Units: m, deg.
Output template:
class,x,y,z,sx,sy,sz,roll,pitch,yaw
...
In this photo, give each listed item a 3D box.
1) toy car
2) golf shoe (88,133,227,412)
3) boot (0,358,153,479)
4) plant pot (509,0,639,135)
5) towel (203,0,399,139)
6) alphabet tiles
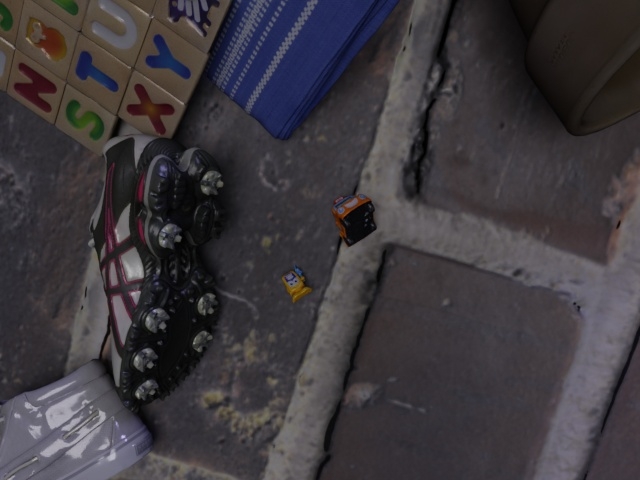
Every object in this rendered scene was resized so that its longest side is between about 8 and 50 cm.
class,x,y,z,sx,sy,sz,roll,pitch,yaw
toy car,0.000,0.000,0.632,0.122,0.060,0.040,-41,60,4
golf shoe,-0.165,0.031,0.646,0.120,0.105,0.273,24,111,33
boot,-0.308,0.224,0.691,0.258,0.095,0.123,-30,87,2
plant pot,0.226,-0.279,0.459,0.323,0.323,0.280,-37,76,11
towel,-0.100,-0.256,0.543,0.336,0.040,0.243,44,145,-2
alphabet tiles,-0.248,-0.236,0.572,0.342,0.011,0.285,35,130,-3
